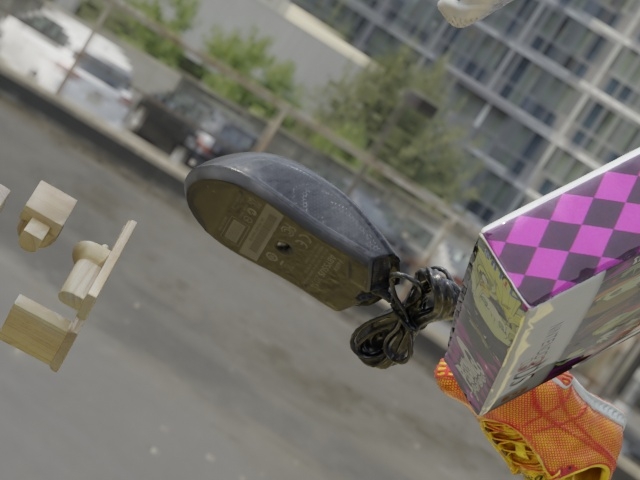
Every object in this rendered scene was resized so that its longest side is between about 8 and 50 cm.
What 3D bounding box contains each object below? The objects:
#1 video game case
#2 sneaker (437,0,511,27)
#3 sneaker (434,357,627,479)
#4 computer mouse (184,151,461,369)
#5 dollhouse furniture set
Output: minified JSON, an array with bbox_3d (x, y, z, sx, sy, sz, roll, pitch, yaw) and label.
[{"bbox_3d":[0.167,-0.010,0.655,0.042,0.232,0.210,62,-8,15],"label":"video game case"},{"bbox_3d":[0.132,-0.269,0.986,0.153,0.268,0.101,47,40,7],"label":"sneaker"},{"bbox_3d":[0.130,0.112,0.914,0.064,0.067,0.175,0,-22,46],"label":"sneaker"},{"bbox_3d":[0.000,0.000,1.422,0.272,0.072,0.188,35,-33,-5],"label":"computer mouse"},{"bbox_3d":[-0.240,-0.007,1.270,0.151,0.144,0.123,29,42,-7],"label":"dollhouse furniture set"}]
